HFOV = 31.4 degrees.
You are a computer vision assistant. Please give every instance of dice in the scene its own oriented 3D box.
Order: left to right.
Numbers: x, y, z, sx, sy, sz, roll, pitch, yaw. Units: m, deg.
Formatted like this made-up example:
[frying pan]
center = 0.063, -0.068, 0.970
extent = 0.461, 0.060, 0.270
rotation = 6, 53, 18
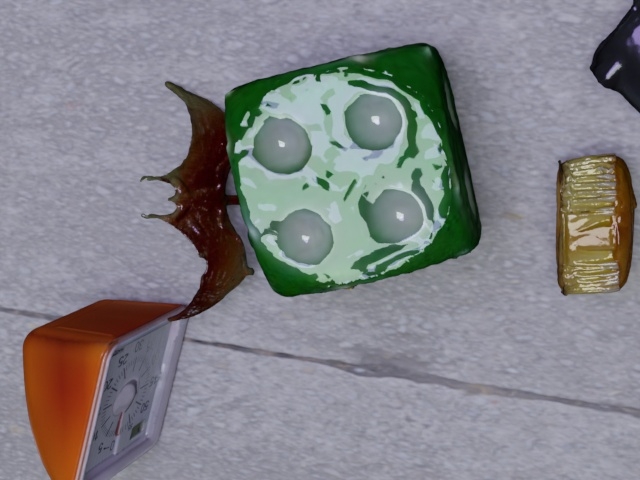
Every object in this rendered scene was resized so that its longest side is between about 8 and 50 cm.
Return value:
[dice]
center = 0.046, -0.093, 1.518
extent = 0.297, 0.287, 0.299
rotation = -12, 95, 8

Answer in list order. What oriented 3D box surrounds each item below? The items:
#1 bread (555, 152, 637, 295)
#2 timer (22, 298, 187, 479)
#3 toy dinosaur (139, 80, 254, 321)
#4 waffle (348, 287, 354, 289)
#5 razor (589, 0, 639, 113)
[bread]
center = 0.373, -0.021, 1.545
extent = 0.114, 0.132, 0.190
rotation = -4, 104, 13
[timer]
center = -0.319, 0.231, 1.701
extent = 0.161, 0.257, 0.249
rotation = 4, 101, 19
[toy dinosaur]
center = -0.185, -0.068, 1.667
extent = 0.113, 0.207, 0.327
rotation = -8, 110, 54
[waffle]
center = 0.000, 0.000, 1.693
extent = 0.098, 0.023, 0.152
rotation = -3, 100, 12
[razor]
center = 0.532, -0.194, 1.479
extent = 0.349, 0.113, 0.204
rotation = 39, 110, 2
